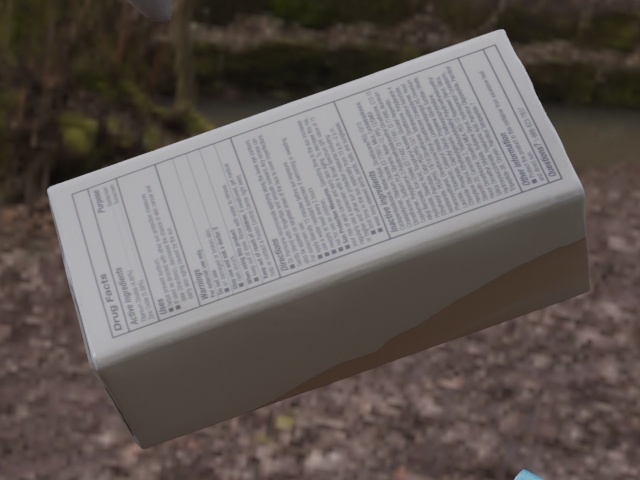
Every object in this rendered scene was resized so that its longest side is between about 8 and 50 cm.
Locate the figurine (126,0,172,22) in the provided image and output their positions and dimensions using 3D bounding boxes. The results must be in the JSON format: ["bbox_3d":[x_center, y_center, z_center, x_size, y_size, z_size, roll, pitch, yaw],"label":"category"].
[{"bbox_3d":[-0.107,-0.220,0.813,0.209,0.215,0.092,35,43,-6],"label":"figurine"}]

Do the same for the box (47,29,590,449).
[{"bbox_3d":[0.000,0.000,1.117,0.311,0.121,0.148,-18,56,-1],"label":"box"}]

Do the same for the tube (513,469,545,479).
[{"bbox_3d":[0.178,0.187,0.881,0.207,0.080,0.052,28,42,13],"label":"tube"}]
